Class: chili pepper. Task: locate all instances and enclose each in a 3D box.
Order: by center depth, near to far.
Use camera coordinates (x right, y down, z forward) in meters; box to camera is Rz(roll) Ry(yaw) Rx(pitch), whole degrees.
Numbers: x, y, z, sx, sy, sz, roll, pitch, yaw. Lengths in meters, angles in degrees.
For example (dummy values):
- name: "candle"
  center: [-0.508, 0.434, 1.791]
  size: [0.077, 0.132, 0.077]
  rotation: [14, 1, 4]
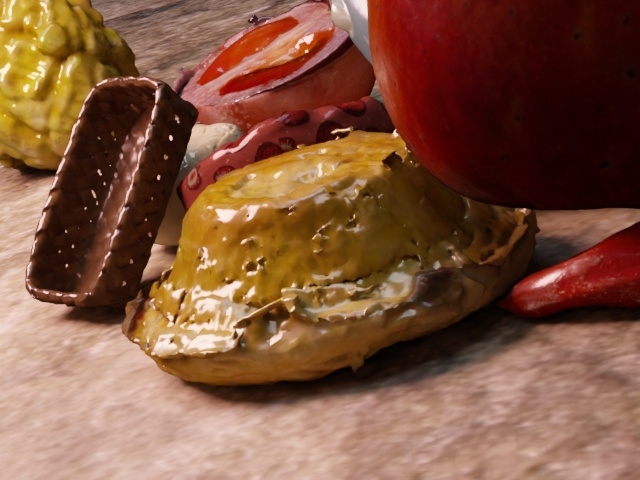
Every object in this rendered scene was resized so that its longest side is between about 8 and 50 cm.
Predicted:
- name: "chili pepper"
  center: [0.193, 0.017, 1.013]
  size: [0.191, 0.050, 0.059]
  rotation: [-20, 16, 28]

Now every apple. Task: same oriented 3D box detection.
- name: "apple"
  center: [0.214, -0.189, 1.064]
  size: [0.295, 0.364, 0.329]
  rotation: [1, -11, 39]

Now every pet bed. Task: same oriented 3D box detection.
- name: "pet bed"
  center: [-0.017, -0.053, 1.296]
  size: [0.201, 0.053, 0.201]
  rotation: [-20, -11, -4]

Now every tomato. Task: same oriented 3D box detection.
- name: "tomato"
  center: [-0.038, -0.146, 1.640]
  size: [0.199, 0.112, 0.228]
  rotation: [-30, 23, -7]

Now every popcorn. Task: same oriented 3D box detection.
- name: "popcorn"
  center: [-0.313, -0.180, 1.847]
  size: [0.212, 0.259, 0.259]
  rotation: [-35, 21, -12]

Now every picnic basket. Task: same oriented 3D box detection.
- name: "picnic basket"
  center: [-0.164, -0.034, 1.310]
  size: [0.110, 0.055, 0.193]
  rotation: [5, 71, 45]

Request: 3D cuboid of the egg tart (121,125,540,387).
- name: "egg tart"
  center: [0.000, 0.000, 1.125]
  size: [0.295, 0.116, 0.295]
  rotation: [-14, 18, 5]

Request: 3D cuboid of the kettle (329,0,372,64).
- name: "kettle"
  center: [0.180, -0.191, 1.318]
  size: [0.342, 0.247, 0.319]
  rotation: [-30, 50, -27]

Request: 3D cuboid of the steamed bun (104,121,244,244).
- name: "steamed bun"
  center: [-0.115, -0.043, 1.407]
  size: [0.113, 0.090, 0.130]
  rotation: [-1, 23, 35]
